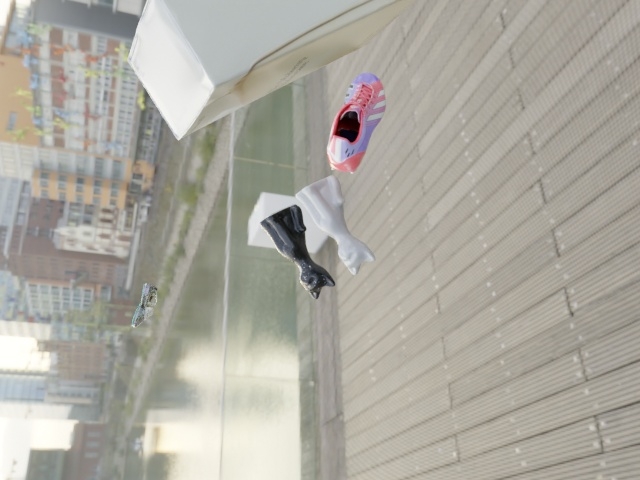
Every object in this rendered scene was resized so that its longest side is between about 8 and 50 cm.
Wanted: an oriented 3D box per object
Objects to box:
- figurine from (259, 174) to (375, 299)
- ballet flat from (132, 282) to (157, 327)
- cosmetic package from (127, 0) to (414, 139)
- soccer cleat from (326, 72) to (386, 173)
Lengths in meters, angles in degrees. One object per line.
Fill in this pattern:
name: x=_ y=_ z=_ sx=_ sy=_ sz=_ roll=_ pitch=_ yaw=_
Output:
figurine: x=0.000 y=0.000 z=1.348 sx=0.214 sy=0.092 sz=0.210 roll=-34 pitch=85 yaw=40
ballet flat: x=-0.384 y=0.144 z=1.400 sx=0.041 sy=0.041 sz=0.114 roll=117 pitch=164 yaw=-47
cosmetic package: x=-0.045 y=-0.248 z=0.714 sx=0.113 sy=0.309 sz=0.160 roll=58 pitch=154 yaw=-5
soccer cleat: x=0.069 y=-0.234 z=1.160 sx=0.095 sy=0.082 sz=0.248 roll=87 pitch=-161 yaw=-56
